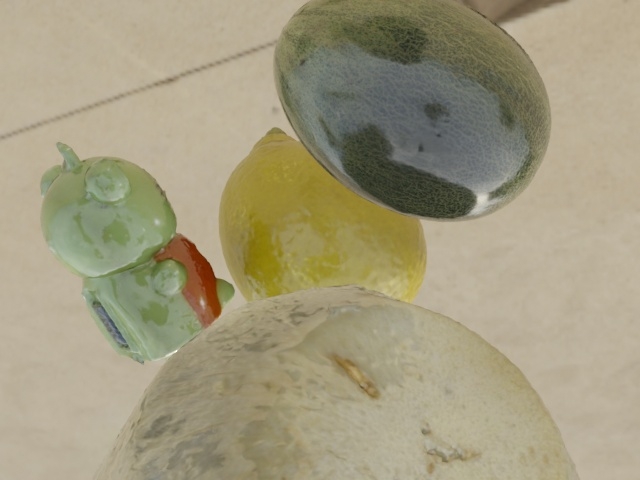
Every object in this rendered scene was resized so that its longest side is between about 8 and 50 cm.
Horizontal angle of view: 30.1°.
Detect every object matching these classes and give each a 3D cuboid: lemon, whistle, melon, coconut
[{"bbox_3d":[0.000,0.000,1.111,0.187,0.244,0.187,-30,160,-12],"label":"lemon"},{"bbox_3d":[-0.145,0.037,1.014,0.131,0.106,0.288,-1,125,55],"label":"whistle"},{"bbox_3d":[0.041,-0.063,0.530,0.131,0.098,0.098,31,139,-11],"label":"melon"},{"bbox_3d":[-0.002,0.161,0.585,0.237,0.237,0.266,16,133,-15],"label":"coconut"}]
